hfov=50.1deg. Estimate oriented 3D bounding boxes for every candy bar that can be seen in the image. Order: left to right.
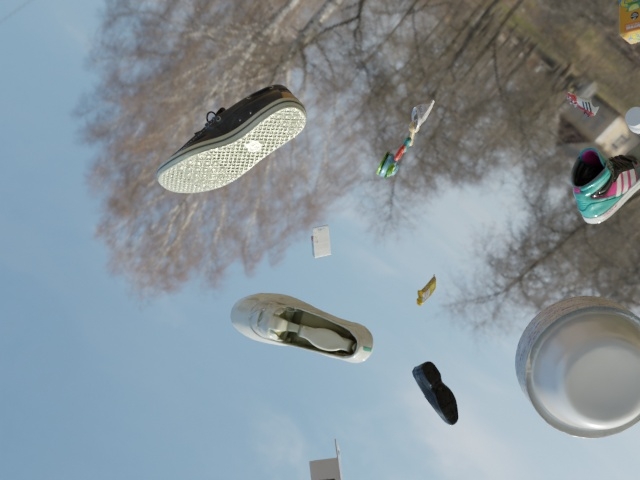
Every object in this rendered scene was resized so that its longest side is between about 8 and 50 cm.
[{"bbox_3d":[0.251,0.116,1.604,0.018,0.040,0.161,7,-167,21],"label":"candy bar"}]

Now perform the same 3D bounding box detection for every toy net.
[{"bbox_3d":[0.212,-0.263,1.732,0.045,0.232,0.122,30,-173,10],"label":"toy net"}]

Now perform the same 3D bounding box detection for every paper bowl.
[{"bbox_3d":[0.553,0.264,1.388,0.284,0.284,0.148,39,-172,-4],"label":"paper bowl"}]

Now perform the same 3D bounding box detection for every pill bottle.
[{"bbox_3d":[0.810,-0.295,1.706,0.120,0.067,0.067,9,-143,-42],"label":"pill bottle"}]

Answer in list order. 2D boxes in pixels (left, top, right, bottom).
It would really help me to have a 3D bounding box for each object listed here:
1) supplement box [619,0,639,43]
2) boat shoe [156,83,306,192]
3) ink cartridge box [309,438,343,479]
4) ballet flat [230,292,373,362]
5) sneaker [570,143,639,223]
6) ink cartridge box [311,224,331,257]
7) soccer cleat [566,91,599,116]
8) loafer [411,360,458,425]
[{"bbox_3d":[0.745,-0.587,1.593,0.080,0.078,0.234,4,-96,-46],"label":"supplement box"},{"bbox_3d":[-0.274,-0.303,2.060,0.187,0.500,0.156,45,-161,-50],"label":"boat shoe"},{"bbox_3d":[0.017,0.494,1.355,0.104,0.060,0.180,77,-175,-64],"label":"ink cartridge box"},{"bbox_3d":[-0.059,0.221,1.760,0.399,0.139,0.139,14,-163,14],"label":"ballet flat"},{"bbox_3d":[0.810,-0.208,1.911,0.178,0.295,0.123,47,173,-29],"label":"sneaker"},{"bbox_3d":[0.000,0.000,2.419,0.062,0.115,0.029,-12,-159,-18],"label":"ink cartridge box"},{"bbox_3d":[0.620,-0.327,1.616,0.083,0.036,0.029,41,-176,3],"label":"soccer cleat"},{"bbox_3d":[0.289,0.384,1.715,0.062,0.061,0.170,-22,-96,-35],"label":"loafer"}]
